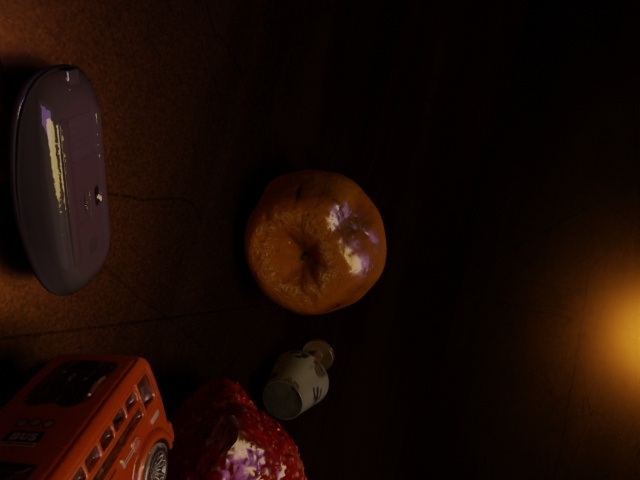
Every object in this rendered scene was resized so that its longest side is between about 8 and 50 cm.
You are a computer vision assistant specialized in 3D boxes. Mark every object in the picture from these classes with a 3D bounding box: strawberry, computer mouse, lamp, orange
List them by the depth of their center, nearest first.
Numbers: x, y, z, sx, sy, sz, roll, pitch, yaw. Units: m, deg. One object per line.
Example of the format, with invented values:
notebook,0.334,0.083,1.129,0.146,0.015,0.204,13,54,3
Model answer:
computer mouse,-0.261,-0.057,0.555,0.120,0.057,0.232,-78,173,-64
strawberry,-0.141,0.339,0.780,0.238,0.250,0.288,-46,163,-41
orange,0.000,0.000,0.942,0.183,0.249,0.249,-52,148,-67
lamp,-0.034,0.271,1.109,0.214,0.121,0.121,-30,128,-67

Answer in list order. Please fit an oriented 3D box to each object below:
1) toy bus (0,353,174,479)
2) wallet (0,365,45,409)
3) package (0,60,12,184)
toy bus,-0.248,0.238,0.454,0.329,0.143,0.153,-70,158,-64
wallet,-0.336,0.266,0.599,0.182,0.049,0.229,-31,130,-59
package,-0.312,-0.142,0.480,0.083,0.022,0.200,-36,133,-53
